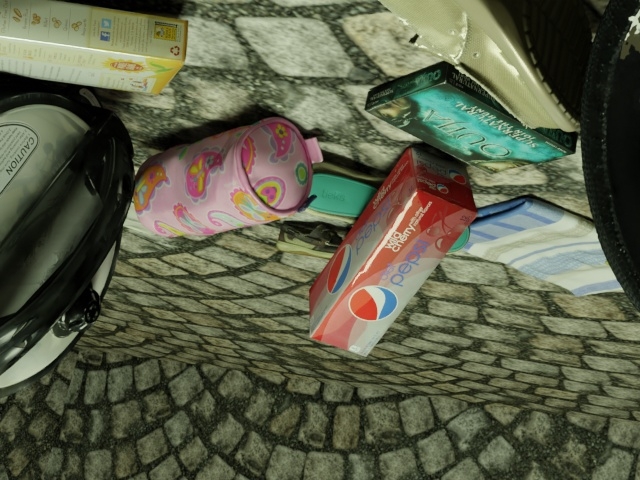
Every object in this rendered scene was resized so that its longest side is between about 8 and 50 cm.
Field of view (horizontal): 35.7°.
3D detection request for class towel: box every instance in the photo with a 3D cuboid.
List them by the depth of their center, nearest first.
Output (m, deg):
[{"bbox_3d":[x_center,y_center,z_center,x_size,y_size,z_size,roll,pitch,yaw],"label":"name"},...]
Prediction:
[{"bbox_3d":[0.322,0.015,1.349,0.285,0.034,0.209,20,161,-25],"label":"towel"}]

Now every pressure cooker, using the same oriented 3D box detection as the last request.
[{"bbox_3d":[-0.421,-0.024,1.112,0.420,0.370,0.375,16,-169,25],"label":"pressure cooker"}]

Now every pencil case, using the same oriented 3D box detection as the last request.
[{"bbox_3d":[-0.122,-0.073,1.229,0.124,0.124,0.284,23,160,-34],"label":"pencil case"}]

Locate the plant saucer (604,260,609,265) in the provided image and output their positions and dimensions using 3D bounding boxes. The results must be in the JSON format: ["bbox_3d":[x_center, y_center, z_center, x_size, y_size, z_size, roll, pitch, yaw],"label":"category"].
[{"bbox_3d":[0.469,0.010,1.198,0.188,0.045,0.188,13,164,-5],"label":"plant saucer"}]

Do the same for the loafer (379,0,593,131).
[{"bbox_3d":[0.121,-0.173,0.755,0.092,0.102,0.268,-2,150,44],"label":"loafer"}]

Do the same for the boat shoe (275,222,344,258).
[{"bbox_3d":[0.000,0.000,1.503,0.152,0.049,0.056,6,-174,25],"label":"boat shoe"}]

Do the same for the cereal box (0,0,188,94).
[{"bbox_3d":[-0.258,-0.188,0.944,0.240,0.047,0.173,6,177,-18],"label":"cereal box"}]

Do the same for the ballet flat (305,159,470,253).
[{"bbox_3d":[0.074,-0.048,1.266,0.248,0.086,0.086,20,163,-19],"label":"ballet flat"}]

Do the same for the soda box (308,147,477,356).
[{"bbox_3d":[0.080,0.018,1.197,0.083,0.092,0.263,20,126,-18],"label":"soda box"}]

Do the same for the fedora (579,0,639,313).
[{"bbox_3d":[0.327,-0.066,0.683,0.152,0.334,0.334,-11,175,-25],"label":"fedora"}]

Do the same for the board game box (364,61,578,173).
[{"bbox_3d":[0.155,-0.121,1.022,0.186,0.026,0.126,22,161,-31],"label":"board game box"}]

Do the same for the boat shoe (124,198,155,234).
[{"bbox_3d":[-0.345,-0.050,1.525,0.096,0.088,0.267,-1,159,39],"label":"boat shoe"}]
